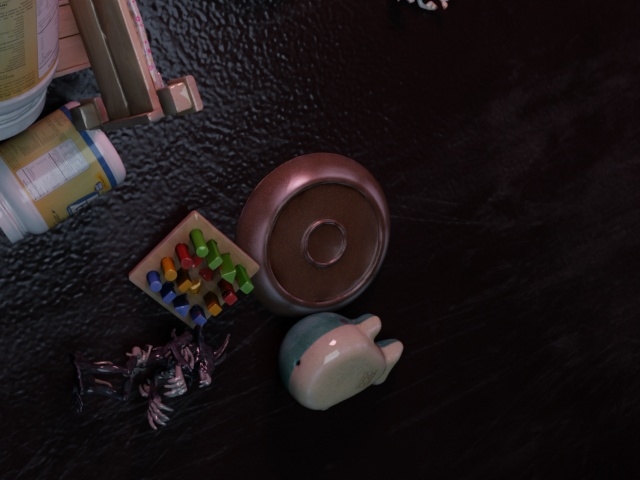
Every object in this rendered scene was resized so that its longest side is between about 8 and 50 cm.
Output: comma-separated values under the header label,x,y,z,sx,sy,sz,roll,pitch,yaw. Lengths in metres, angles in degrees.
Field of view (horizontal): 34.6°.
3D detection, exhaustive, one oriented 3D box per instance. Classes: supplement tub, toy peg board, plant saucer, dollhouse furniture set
label,x,y,z,sx,sy,sz,roll,pitch,yaw
supplement tub,-0.410,-0.100,1.539,0.199,0.144,0.144,-35,118,-13
toy peg board,-0.204,0.066,1.713,0.160,0.079,0.161,-44,120,7
supplement tub,-0.443,-0.296,1.285,0.228,0.228,0.316,-13,147,-23
plant saucer,0.000,0.000,1.836,0.310,0.050,0.310,-8,109,-26
dollhouse furniture set,-0.259,-0.320,1.396,0.174,0.355,0.303,-27,107,-36

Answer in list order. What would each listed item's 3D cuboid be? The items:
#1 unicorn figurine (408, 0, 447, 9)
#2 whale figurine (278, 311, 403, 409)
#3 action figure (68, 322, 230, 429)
label,x,y,z,sx,sy,sz,roll,pitch,yaw
unicorn figurine,0.184,-0.450,1.790,0.111,0.060,0.162,30,75,-30
whale figurine,0.034,0.209,1.886,0.272,0.141,0.216,4,123,-50
action figure,-0.271,0.229,1.708,0.275,0.141,0.164,-7,141,-22
